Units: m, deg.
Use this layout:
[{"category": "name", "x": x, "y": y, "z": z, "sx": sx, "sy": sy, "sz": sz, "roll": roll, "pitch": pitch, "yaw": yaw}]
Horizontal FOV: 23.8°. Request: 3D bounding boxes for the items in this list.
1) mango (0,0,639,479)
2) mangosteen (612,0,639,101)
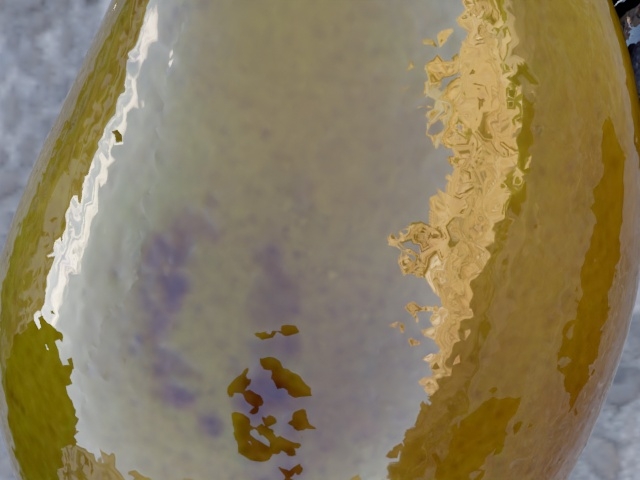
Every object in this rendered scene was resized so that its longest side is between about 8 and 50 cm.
[{"category": "mango", "x": 0.000, "y": 0.000, "z": 0.634, "sx": 0.263, "sy": 0.221, "sz": 0.378, "roll": 14, "pitch": 115, "yaw": 7}, {"category": "mangosteen", "x": 0.158, "y": -0.080, "z": 0.711, "sx": 0.151, "sy": 0.137, "sz": 0.137, "roll": 31, "pitch": 111, "yaw": 11}]
